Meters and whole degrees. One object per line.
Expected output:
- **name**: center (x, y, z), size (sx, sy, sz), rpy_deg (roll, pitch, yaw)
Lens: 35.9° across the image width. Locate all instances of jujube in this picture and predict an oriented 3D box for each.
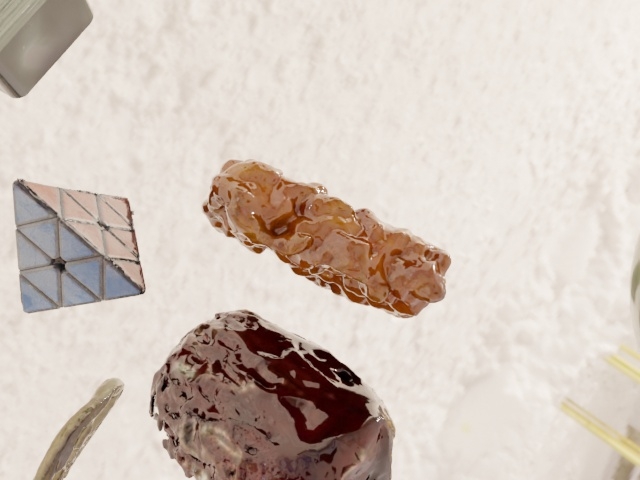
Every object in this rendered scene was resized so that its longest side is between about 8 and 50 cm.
- **jujube**: center (-0.062, 0.247, 1.296), size (0.258, 0.376, 0.258), rpy_deg (-35, 149, -25)

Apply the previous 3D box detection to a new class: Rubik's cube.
- **Rubik's cube**: center (-0.328, 0.052, 1.297), size (0.178, 0.190, 0.211), rpy_deg (-50, 151, 18)

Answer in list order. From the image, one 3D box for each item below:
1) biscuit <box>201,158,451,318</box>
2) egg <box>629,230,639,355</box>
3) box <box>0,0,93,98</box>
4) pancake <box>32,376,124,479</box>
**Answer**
- **biscuit**: center (0.000, 0.000, 1.273), size (0.318, 0.312, 0.111), rpy_deg (145, -30, -84)
- **egg**: center (0.312, 0.045, 0.441), size (0.258, 0.352, 0.259), rpy_deg (-23, 126, -36)
- **box**: center (-0.472, -0.346, 1.531), size (0.243, 0.163, 0.135), rpy_deg (-55, 155, -15)
- **pancake**: center (-0.472, 0.390, 1.869), size (0.294, 0.049, 0.294), rpy_deg (-57, -179, 2)
